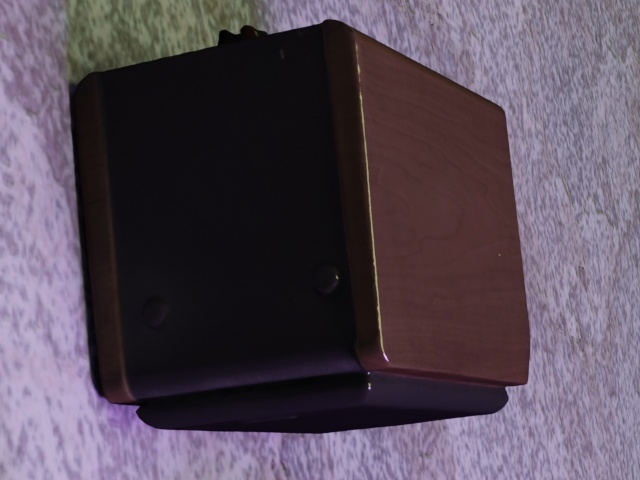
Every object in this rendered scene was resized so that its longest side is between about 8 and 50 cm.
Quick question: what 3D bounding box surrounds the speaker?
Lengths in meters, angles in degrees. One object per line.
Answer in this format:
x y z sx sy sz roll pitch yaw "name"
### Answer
0.000 0.000 1.004 0.231 0.153 0.192 16 66 -65 "speaker"
